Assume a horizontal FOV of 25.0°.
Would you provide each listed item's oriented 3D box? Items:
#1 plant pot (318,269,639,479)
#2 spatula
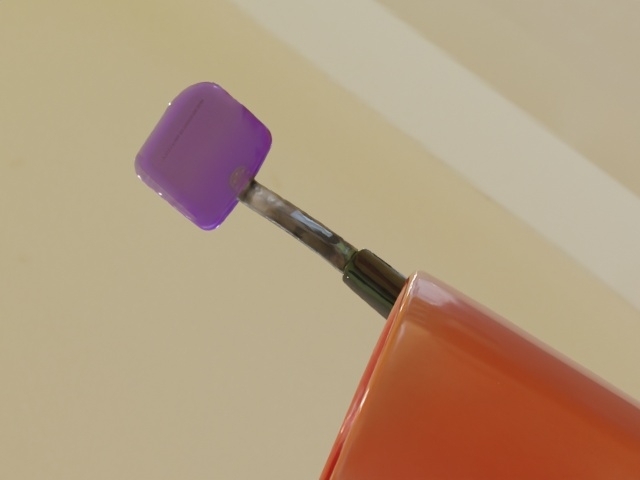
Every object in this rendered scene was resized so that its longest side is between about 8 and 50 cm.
[{"bbox_3d":[0.103,0.184,0.697,0.243,0.275,0.275,22,-135,2],"label":"plant pot"},{"bbox_3d":[0.000,0.000,0.912,0.296,0.084,0.030,37,-170,19],"label":"spatula"}]
